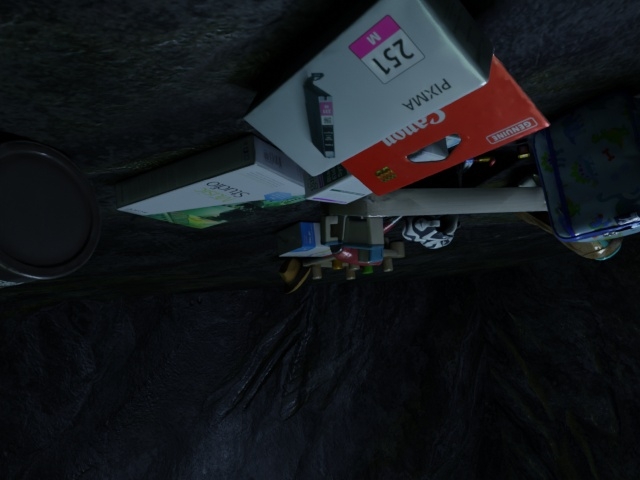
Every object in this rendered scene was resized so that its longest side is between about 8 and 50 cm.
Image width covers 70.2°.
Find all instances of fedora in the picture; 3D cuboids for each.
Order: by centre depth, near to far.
[{"bbox_3d":[-0.107,0.112,1.754,0.079,0.194,0.194,37,151,-17],"label":"fedora"}]

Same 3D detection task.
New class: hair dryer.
[{"bbox_3d":[0.136,0.001,1.270,0.223,0.080,0.294,-8,151,4],"label":"hair dryer"}]

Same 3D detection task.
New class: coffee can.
[{"bbox_3d":[-0.520,-0.022,0.704,0.275,0.202,0.201,-11,168,23],"label":"coffee can"}]

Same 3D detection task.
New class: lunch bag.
[{"bbox_3d":[0.449,-0.110,0.740,0.090,0.219,0.176,2,166,-32],"label":"lunch bag"}]

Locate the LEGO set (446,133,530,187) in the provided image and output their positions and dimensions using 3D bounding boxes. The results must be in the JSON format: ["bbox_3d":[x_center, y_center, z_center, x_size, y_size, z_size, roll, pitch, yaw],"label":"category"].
[{"bbox_3d":[0.275,-0.157,0.835,0.244,0.060,0.182,2,170,-36],"label":"LEGO set"}]

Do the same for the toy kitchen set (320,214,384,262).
[{"bbox_3d":[0.114,0.002,1.028,0.166,0.122,0.207,4,-173,44],"label":"toy kitchen set"}]

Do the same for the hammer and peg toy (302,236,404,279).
[{"bbox_3d":[0.141,0.070,1.670,0.361,0.128,0.265,6,163,-45],"label":"hammer and peg toy"}]

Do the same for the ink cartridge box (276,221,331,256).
[{"bbox_3d":[0.000,0.000,1.381,0.230,0.078,0.134,2,166,-36],"label":"ink cartridge box"}]

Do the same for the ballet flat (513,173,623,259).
[{"bbox_3d":[0.500,-0.078,0.998,0.124,0.342,0.116,37,107,-26],"label":"ballet flat"}]

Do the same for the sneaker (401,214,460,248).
[{"bbox_3d":[0.373,-0.033,1.373,0.234,0.094,0.153,18,164,-40],"label":"sneaker"}]

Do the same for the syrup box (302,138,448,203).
[{"bbox_3d":[0.075,-0.137,0.723,0.096,0.093,0.236,3,165,-40],"label":"syrup box"}]

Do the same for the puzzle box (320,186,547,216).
[{"bbox_3d":[0.230,-0.085,0.980,0.408,0.052,0.272,-3,-175,-19],"label":"puzzle box"}]

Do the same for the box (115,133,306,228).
[{"bbox_3d":[-0.189,-0.096,0.873,0.321,0.059,0.232,-11,167,27],"label":"box"}]

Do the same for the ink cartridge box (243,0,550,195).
[{"bbox_3d":[0.077,-0.140,0.534,0.238,0.060,0.275,38,146,-25],"label":"ink cartridge box"}]
